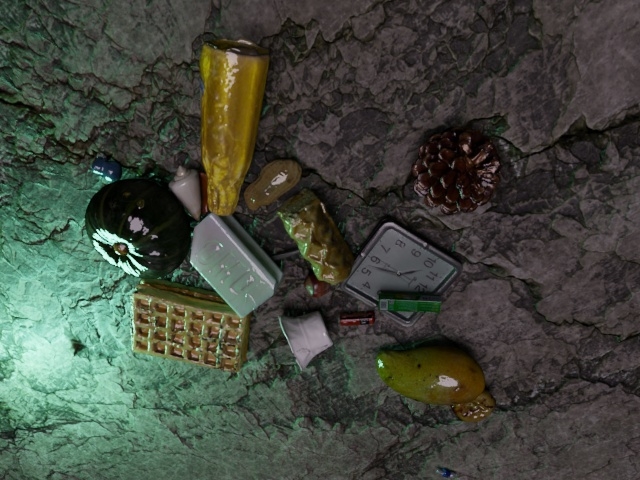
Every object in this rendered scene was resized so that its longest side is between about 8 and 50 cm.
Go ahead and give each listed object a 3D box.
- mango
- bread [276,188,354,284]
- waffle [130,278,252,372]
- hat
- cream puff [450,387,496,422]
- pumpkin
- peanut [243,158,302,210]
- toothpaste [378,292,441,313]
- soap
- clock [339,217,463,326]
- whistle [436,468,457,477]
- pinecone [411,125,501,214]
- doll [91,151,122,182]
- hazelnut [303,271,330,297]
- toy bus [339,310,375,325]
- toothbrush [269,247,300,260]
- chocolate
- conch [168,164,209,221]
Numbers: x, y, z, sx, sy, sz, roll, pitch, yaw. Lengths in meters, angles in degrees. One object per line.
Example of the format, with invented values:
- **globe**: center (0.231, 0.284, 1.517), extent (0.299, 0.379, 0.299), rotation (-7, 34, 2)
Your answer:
- **mango**: center (0.340, 0.423, 1.431), extent (0.329, 0.175, 0.177), rotation (-6, 72, 10)
- **bread**: center (0.000, 0.000, 1.256), extent (0.129, 0.152, 0.268), rotation (-13, 120, 36)
- **waffle**: center (-0.412, 0.270, 1.476), extent (0.375, 0.114, 0.261), rotation (11, 116, 1)
- **hat**: center (-0.038, 0.292, 1.418), extent (0.126, 0.203, 0.203), rotation (-25, 113, -5)
- **cream puff**: center (0.496, 0.525, 1.505), extent (0.148, 0.084, 0.149), rotation (1, 117, 2)
- **pumpkin**: center (-0.494, -0.036, 1.265), extent (0.300, 0.207, 0.300), rotation (17, 134, 18)
- **peanut**: center (-0.134, -0.153, 1.232), extent (0.194, 0.083, 0.093), rotation (-32, 109, 22)
- **toothpaste**: center (0.257, 0.182, 1.328), extent (0.178, 0.037, 0.043), rotation (1, 114, 7)
- **soap**: center (-0.257, 0.063, 1.330), extent (0.172, 0.095, 0.290), rotation (-37, 99, 21)
- **clock**: center (0.227, 0.096, 1.335), extent (0.278, 0.049, 0.273), rotation (31, 118, -9)
- **whistle**: center (0.474, 0.877, 1.723), extent (0.083, 0.029, 0.033), rotation (18, 134, -10)
- **pinecone**: center (0.328, -0.165, 1.101), extent (0.221, 0.221, 0.222), rotation (3, 118, 6)
- **doll**: center (-0.602, -0.196, 1.292), extent (0.083, 0.050, 0.076), rotation (23, 122, -7)
- **hazelnut**: center (-0.009, 0.133, 1.374), extent (0.086, 0.086, 0.087), rotation (3, 118, 6)
- **toy bus**: center (0.115, 0.244, 1.430), extent (0.110, 0.043, 0.031), rotation (-5, 116, 10)
- **toothbrush**: center (-0.154, 0.055, 1.376), extent (0.297, 0.031, 0.030), rotation (-19, 121, 17)
- **chocolate**: center (-0.232, -0.264, 1.144), extent (0.162, 0.162, 0.446), rotation (14, 120, 0)
- **conch**: center (-0.350, -0.131, 1.269), extent (0.094, 0.104, 0.176), rotation (-1, 124, 38)
